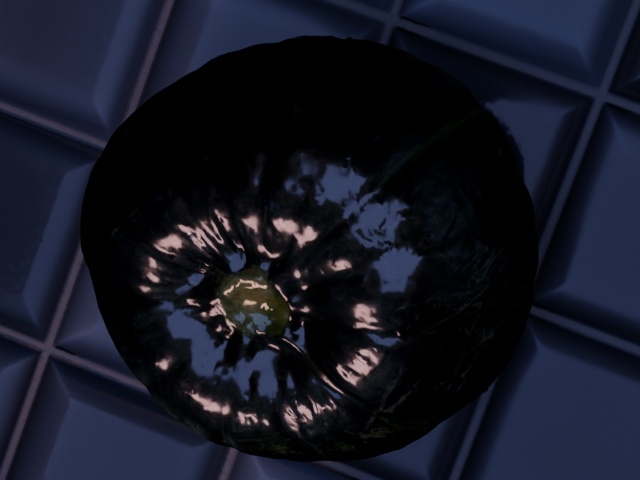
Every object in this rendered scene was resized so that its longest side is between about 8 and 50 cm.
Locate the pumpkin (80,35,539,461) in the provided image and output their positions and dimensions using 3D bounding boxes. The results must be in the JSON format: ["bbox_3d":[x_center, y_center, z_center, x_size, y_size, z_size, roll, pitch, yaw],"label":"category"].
[{"bbox_3d":[0.000,0.000,1.105,0.315,0.238,0.315,6,106,22],"label":"pumpkin"}]
